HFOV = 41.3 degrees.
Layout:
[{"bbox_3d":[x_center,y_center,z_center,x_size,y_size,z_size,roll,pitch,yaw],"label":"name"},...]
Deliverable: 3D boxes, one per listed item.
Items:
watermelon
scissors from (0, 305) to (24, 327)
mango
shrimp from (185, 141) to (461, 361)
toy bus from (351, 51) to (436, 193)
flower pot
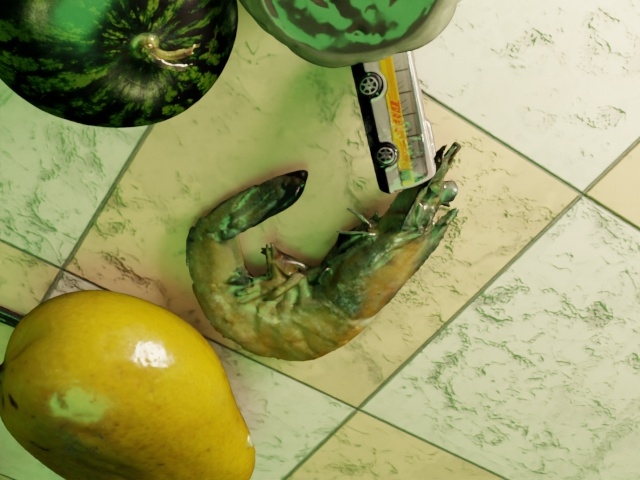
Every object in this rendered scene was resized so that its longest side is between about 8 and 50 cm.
[{"bbox_3d":[-0.208,-0.238,0.807,0.268,0.269,0.269,1,128,2],"label":"watermelon"},{"bbox_3d":[-0.487,0.095,1.220,0.220,0.017,0.088,27,124,-18],"label":"scissors"},{"bbox_3d":[-0.252,0.243,1.209,0.301,0.221,0.445,-32,130,18],"label":"mango"},{"bbox_3d":[0.000,0.000,1.093,0.272,0.085,0.445,38,124,-17],"label":"shrimp"},{"bbox_3d":[0.084,-0.142,0.945,0.072,0.057,0.172,-11,100,11],"label":"toy bus"},{"bbox_3d":[0.029,-0.284,0.788,0.245,0.195,0.246,1,129,2],"label":"flower pot"}]
